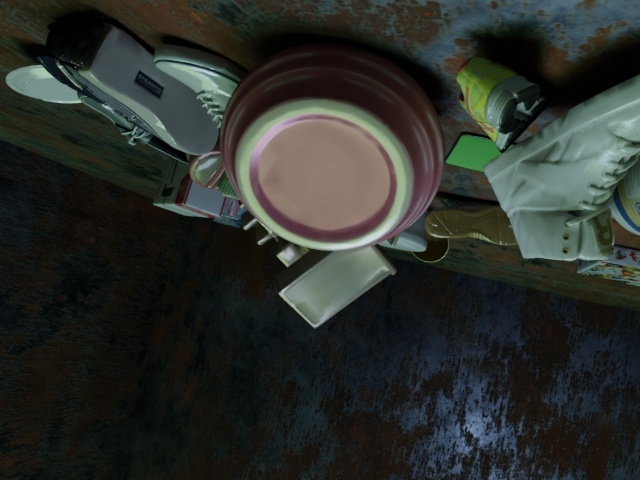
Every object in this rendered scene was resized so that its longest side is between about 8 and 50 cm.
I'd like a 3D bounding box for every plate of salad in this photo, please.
[{"bbox_3d":[-0.531,-0.328,1.059,0.199,0.048,0.200,-5,176,0],"label":"plate of salad"}]

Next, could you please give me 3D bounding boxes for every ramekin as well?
[{"bbox_3d":[0.190,-0.062,1.506,0.272,0.127,0.273,15,175,1],"label":"ramekin"}]

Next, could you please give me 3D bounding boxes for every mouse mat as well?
[{"bbox_3d":[0.311,-0.149,0.932,0.152,0.007,0.190,14,176,5],"label":"mouse mat"}]

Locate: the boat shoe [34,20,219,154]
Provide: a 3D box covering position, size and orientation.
[{"bbox_3d":[-0.330,-0.269,0.921,0.158,0.127,0.340,19,169,28],"label":"boat shoe"}]

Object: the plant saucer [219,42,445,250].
[{"bbox_3d":[0.009,-0.104,0.740,0.331,0.084,0.332,6,131,7],"label":"plant saucer"}]

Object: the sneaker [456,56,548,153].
[{"bbox_3d":[0.217,-0.174,0.636,0.094,0.081,0.208,44,-167,18],"label":"sneaker"}]

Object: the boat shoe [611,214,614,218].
[{"bbox_3d":[0.443,-0.076,0.798,0.284,0.105,0.089,15,172,-13],"label":"boat shoe"}]

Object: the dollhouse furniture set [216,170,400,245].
[{"bbox_3d":[0.006,-0.108,0.834,0.301,0.198,0.151,12,-157,-20],"label":"dollhouse furniture set"}]

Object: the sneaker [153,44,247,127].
[{"bbox_3d":[-0.155,-0.234,0.854,0.258,0.092,0.094,18,174,-34],"label":"sneaker"}]

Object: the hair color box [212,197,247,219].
[{"bbox_3d":[-0.280,-0.145,1.669,0.105,0.174,0.347,15,175,-9],"label":"hair color box"}]

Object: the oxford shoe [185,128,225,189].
[{"bbox_3d":[-0.119,-0.193,1.194,0.396,0.141,0.147,7,-137,-37],"label":"oxford shoe"}]

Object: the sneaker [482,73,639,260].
[{"bbox_3d":[0.322,-0.068,0.586,0.107,0.169,0.292,-13,169,-22],"label":"sneaker"}]

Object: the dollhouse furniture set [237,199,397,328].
[{"bbox_3d":[0.000,0.000,1.399,0.362,0.256,0.394,48,-170,-31],"label":"dollhouse furniture set"}]

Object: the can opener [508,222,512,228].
[{"bbox_3d":[0.448,-0.069,1.144,0.059,0.073,0.186,33,177,31],"label":"can opener"}]

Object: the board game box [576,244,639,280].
[{"bbox_3d":[0.868,0.075,1.468,0.192,0.053,0.305,13,174,17],"label":"board game box"}]

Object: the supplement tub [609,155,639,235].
[{"bbox_3d":[0.441,-0.077,0.574,0.144,0.145,0.199,16,175,-14],"label":"supplement tub"}]

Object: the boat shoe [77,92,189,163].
[{"bbox_3d":[-0.376,-0.252,1.119,0.116,0.099,0.319,-4,168,33],"label":"boat shoe"}]

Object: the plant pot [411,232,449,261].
[{"bbox_3d":[0.368,-0.006,1.703,0.134,0.135,0.095,12,-159,23],"label":"plant pot"}]

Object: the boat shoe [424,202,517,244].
[{"bbox_3d":[0.402,-0.053,1.289,0.276,0.098,0.096,6,-161,10],"label":"boat shoe"}]

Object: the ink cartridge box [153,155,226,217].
[{"bbox_3d":[-0.351,-0.174,1.436,0.114,0.197,0.272,20,172,-32],"label":"ink cartridge box"}]
